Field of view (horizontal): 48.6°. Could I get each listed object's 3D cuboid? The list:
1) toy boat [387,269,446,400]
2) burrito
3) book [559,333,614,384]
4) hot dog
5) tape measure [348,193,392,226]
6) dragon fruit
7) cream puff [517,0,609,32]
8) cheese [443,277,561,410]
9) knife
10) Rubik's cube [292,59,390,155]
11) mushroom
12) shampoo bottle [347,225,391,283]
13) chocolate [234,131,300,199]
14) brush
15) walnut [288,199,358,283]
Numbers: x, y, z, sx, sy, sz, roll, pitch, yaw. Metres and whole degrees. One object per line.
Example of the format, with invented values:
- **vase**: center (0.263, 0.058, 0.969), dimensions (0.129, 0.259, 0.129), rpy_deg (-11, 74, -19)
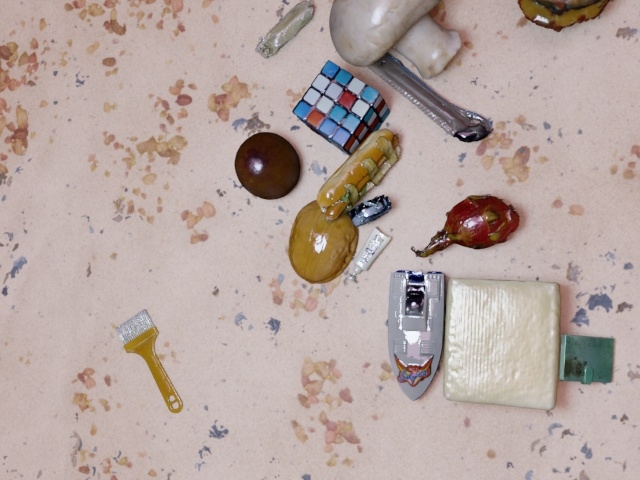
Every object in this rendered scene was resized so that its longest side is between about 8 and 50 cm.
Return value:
- **toy boat**: center (0.216, 0.214, 1.600), dimensions (0.129, 0.088, 0.295), rpy_deg (2, 85, 15)
- **burrito**: center (-0.085, -0.526, 1.765), dimensions (0.188, 0.045, 0.058), rpy_deg (-43, 84, 6)
- **book**: center (0.565, 0.254, 1.503), dimensions (0.135, 0.017, 0.103), rpy_deg (7, 85, -23)
- **hot dog**: center (0.090, -0.150, 1.636), dimensions (0.072, 0.109, 0.269), rpy_deg (36, 81, 32)
- **tape measure**: center (0.115, -0.069, 1.654), dimensions (0.094, 0.091, 0.054), rpy_deg (-26, 86, -7)
- **dragon fruit**: center (0.318, -0.021, 1.580), dimensions (0.246, 0.125, 0.125), rpy_deg (-29, 82, 18)
- **cream puff**: center (0.530, -0.572, 1.550), dimensions (0.240, 0.164, 0.240), rpy_deg (-1, 74, 4)
- **cheese**: center (0.391, 0.217, 1.538), dimensions (0.243, 0.124, 0.265), rpy_deg (2, 87, 19)
- **knife**: center (0.244, -0.340, 1.668), dimensions (0.365, 0.043, 0.089), rpy_deg (40, 63, 17)
- **Rubik's cube**: center (0.051, -0.300, 1.653), dimensions (0.154, 0.155, 0.151), rpy_deg (35, 95, 14)
- **mushroom**: center (0.178, -0.490, 1.584), dimensions (0.290, 0.297, 0.297), rpy_deg (44, 97, -9)
- **shampoo bottle**: center (0.109, 0.036, 1.673), dimensions (0.049, 0.034, 0.141), rpy_deg (36, 95, 8)
- **chocolate**: center (-0.129, -0.181, 1.689), dimensions (0.177, 0.177, 0.176), rpy_deg (-1, 85, 15)
- **brush**: center (-0.422, 0.315, 1.799), dimensions (0.103, 0.013, 0.272), rpy_deg (-33, 79, 10)
- **walnut**: center (-0.001, 0.002, 1.677), dimensions (0.167, 0.087, 0.211), rpy_deg (14, 89, 11)
